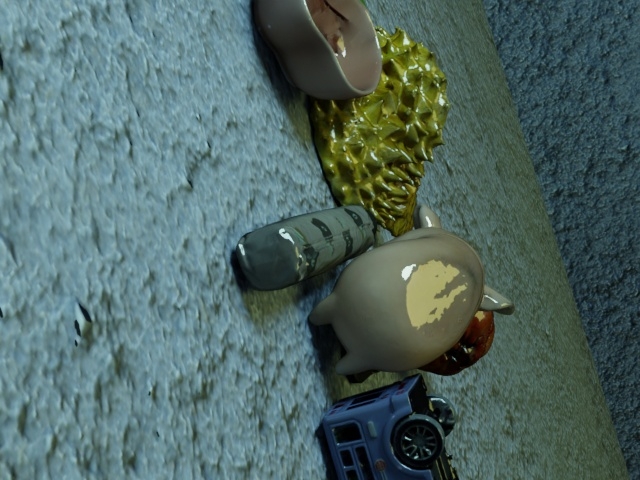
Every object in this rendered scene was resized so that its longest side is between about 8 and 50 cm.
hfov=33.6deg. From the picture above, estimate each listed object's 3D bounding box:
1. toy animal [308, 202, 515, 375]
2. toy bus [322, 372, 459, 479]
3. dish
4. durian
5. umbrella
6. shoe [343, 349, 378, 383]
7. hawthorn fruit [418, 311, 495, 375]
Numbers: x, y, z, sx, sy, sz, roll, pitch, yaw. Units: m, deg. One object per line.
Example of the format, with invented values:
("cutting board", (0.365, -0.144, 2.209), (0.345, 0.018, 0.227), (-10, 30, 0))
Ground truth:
("toy animal", (0.105, 0.059, 1.204), (0.250, 0.154, 0.166), (-29, 96, -59))
("toy bus", (0.101, 0.300, 1.121), (0.125, 0.133, 0.292), (-18, 91, -76))
("dish", (-0.012, -0.255, 1.261), (0.213, 0.090, 0.213), (46, 35, -45))
("durian", (0.057, -0.143, 1.387), (0.195, 0.185, 0.305), (-1, 84, -47))
("umbrella", (0.000, 0.000, 1.143), (0.337, 0.073, 0.067), (-20, 104, -72))
("shoe", (0.071, 0.130, 1.286), (0.062, 0.053, 0.159), (70, 22, -6))
("hawthorn fruit", (0.157, 0.097, 1.430), (0.148, 0.148, 0.172), (54, 9, -47))
